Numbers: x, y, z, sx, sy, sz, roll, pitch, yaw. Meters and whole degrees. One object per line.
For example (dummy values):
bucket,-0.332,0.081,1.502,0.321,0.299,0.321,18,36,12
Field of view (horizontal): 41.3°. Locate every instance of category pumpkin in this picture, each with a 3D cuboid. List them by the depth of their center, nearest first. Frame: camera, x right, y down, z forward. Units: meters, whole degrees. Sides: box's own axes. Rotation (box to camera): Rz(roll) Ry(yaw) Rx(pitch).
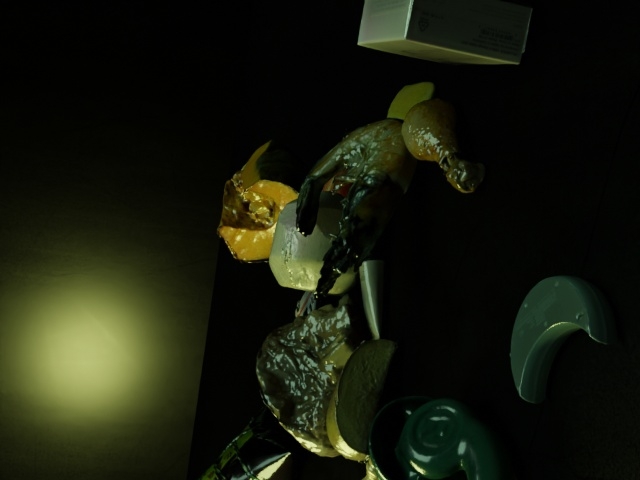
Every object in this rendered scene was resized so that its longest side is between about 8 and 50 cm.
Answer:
pumpkin,-0.136,-0.099,2.316,0.303,0.256,0.225,-40,35,31

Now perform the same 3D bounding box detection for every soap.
soap,0.174,-0.277,1.703,0.089,0.033,0.168,-57,24,-11

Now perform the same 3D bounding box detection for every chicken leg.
chicken leg,0.216,-0.166,1.492,0.107,0.087,0.251,-64,29,27

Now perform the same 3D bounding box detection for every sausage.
sausage,0.051,-0.148,2.022,0.264,0.083,0.083,113,157,-46

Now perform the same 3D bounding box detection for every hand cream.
hand cream,0.110,0.118,1.767,0.087,0.054,0.186,143,126,-79

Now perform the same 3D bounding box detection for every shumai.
shumai,0.026,0.274,1.864,0.283,0.217,0.346,-45,40,13

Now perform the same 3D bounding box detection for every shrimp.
shrimp,0.042,-0.070,1.676,0.272,0.085,0.445,-5,51,36

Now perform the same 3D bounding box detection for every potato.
potato,0.072,0.306,1.665,0.138,0.098,0.243,104,-176,-74

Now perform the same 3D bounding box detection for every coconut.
coconut,0.002,0.000,1.852,0.227,0.227,0.230,177,104,-73

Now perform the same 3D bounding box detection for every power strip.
power strip,0.307,0.126,1.127,0.216,0.044,0.137,121,152,-51

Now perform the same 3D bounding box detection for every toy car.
toy car,0.004,0.162,2.019,0.209,0.090,0.108,118,153,-53

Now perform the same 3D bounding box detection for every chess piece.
chess piece,0.103,0.461,1.621,0.066,0.066,0.122,-120,47,-64

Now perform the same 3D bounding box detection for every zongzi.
zongzi,-0.158,0.610,2.137,0.383,0.319,0.362,-66,11,-11

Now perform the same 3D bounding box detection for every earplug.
earplug,0.185,0.352,1.311,0.257,0.164,0.280,49,156,18

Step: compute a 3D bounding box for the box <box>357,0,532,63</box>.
box,0.199,-0.360,1.416,0.252,0.203,0.106,-142,60,-70
